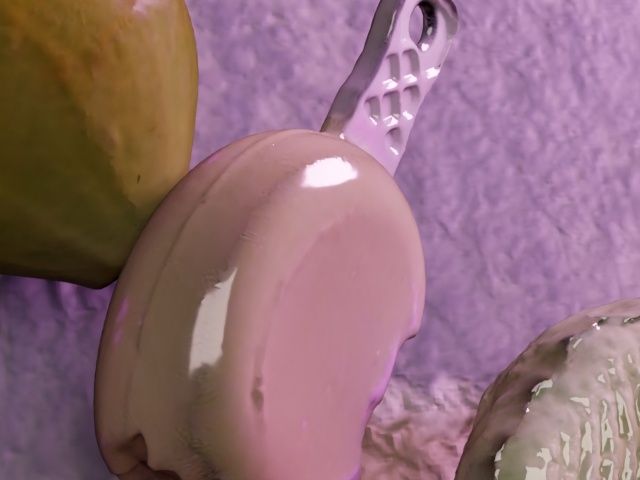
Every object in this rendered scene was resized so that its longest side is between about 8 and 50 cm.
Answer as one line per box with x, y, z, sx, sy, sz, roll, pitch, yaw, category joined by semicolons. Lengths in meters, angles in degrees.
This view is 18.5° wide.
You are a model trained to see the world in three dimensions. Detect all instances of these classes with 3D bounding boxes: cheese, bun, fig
0.000;0.000;0.879;0.082;0.163;0.286;10;60;34;cheese
0.141;0.125;0.865;0.195;0.118;0.195;3;75;-11;bun
-0.151;-0.093;0.860;0.230;0.207;0.207;33;65;-37;fig
